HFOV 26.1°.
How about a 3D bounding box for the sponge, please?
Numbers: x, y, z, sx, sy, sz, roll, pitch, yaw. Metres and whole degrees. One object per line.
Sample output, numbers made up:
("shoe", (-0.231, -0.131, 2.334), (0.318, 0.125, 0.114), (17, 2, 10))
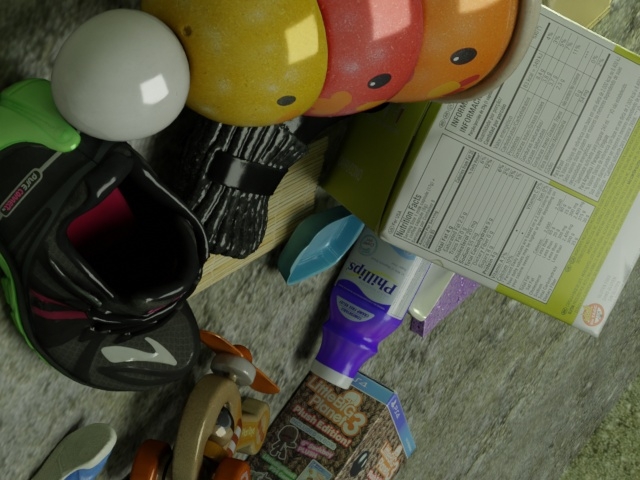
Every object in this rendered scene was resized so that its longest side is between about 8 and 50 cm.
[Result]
("sponge", (0.237, 0.076, 2.486), (0.210, 0.031, 0.117), (-38, 145, -41))

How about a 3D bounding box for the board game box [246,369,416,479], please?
("board game box", (0.003, 0.369, 2.210), (0.291, 0.141, 0.232), (-53, 153, -18))

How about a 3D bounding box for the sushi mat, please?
("sushi mat", (-0.094, -0.025, 1.793), (0.316, 0.019, 0.151), (-31, 140, -47))

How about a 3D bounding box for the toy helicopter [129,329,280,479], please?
("toy helicopter", (-0.129, 0.244, 1.890), (0.355, 0.140, 0.235), (21, 79, -77))

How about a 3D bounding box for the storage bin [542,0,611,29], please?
("storage bin", (0.368, -0.441, 2.129), (0.260, 0.123, 0.262), (-43, 148, -37))

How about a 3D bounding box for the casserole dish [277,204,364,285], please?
("casserole dish", (0.000, 0.000, 1.941), (0.188, 0.037, 0.114), (-23, 149, -59))

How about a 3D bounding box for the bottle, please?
("bottle", (0.076, 0.087, 2.101), (0.283, 0.118, 0.092), (-62, 155, 1))

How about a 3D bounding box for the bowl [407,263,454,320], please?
("bowl", (0.170, 0.054, 2.317), (0.142, 0.053, 0.142), (-58, 155, -9))

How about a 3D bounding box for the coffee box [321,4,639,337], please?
("coffee box", (0.240, -0.126, 1.810), (0.338, 0.334, 0.337), (-65, -163, 7))

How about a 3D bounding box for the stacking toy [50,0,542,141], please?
("stacking toy", (-0.055, -0.218, 1.330), (0.480, 0.350, 0.351), (-31, 142, -30))

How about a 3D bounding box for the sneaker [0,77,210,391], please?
("sneaker", (-0.214, 0.041, 1.421), (0.185, 0.202, 0.483), (-52, 152, -19))

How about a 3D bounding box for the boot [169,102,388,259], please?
("boot", (-0.046, -0.114, 1.647), (0.348, 0.131, 0.260), (-1, 107, -50))

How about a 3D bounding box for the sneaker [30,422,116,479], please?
("sneaker", (-0.298, 0.294, 1.673), (0.152, 0.058, 0.085), (-48, 145, -19))
